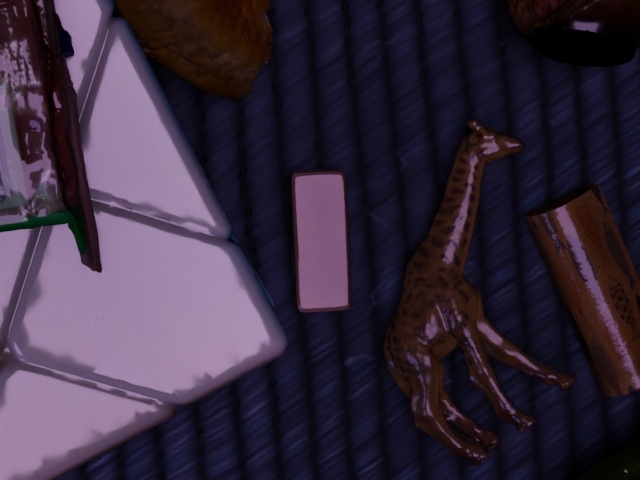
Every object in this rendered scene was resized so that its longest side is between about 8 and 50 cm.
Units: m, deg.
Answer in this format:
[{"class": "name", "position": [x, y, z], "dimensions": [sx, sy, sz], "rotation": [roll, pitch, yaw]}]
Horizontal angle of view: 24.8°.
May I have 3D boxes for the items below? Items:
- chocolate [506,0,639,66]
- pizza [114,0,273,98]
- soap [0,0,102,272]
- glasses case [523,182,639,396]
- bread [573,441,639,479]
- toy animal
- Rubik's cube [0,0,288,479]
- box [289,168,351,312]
[{"class": "chocolate", "position": [0.207, -0.211, 1.140], "dimensions": [0.124, 0.127, 0.133], "rotation": [10, 84, 7]}, {"class": "pizza", "position": [-0.111, -0.264, 1.073], "dimensions": [0.086, 0.226, 0.335], "rotation": [-3, 131, 30]}, {"class": "soap", "position": [-0.265, -0.065, 0.770], "dimensions": [0.273, 0.098, 0.218], "rotation": [-9, 96, -8]}, {"class": "glasses case", "position": [0.235, 0.042, 1.207], "dimensions": [0.065, 0.041, 0.170], "rotation": [-26, 98, -7]}, {"class": "bread", "position": [0.347, 0.333, 1.207], "dimensions": [0.366, 0.129, 0.382], "rotation": [1, 96, -10]}, {"class": "toy animal", "position": [0.117, 0.044, 1.177], "dimensions": [0.149, 0.054, 0.275], "rotation": [-13, 88, 6]}, {"class": "Rubik's cube", "position": [-0.242, -0.009, 0.986], "dimensions": [0.319, 0.316, 0.322], "rotation": [-29, 97, -6]}, {"class": "box", "position": [0.000, 0.000, 1.173], "dimensions": [0.048, 0.025, 0.115], "rotation": [-4, 95, -4]}]
